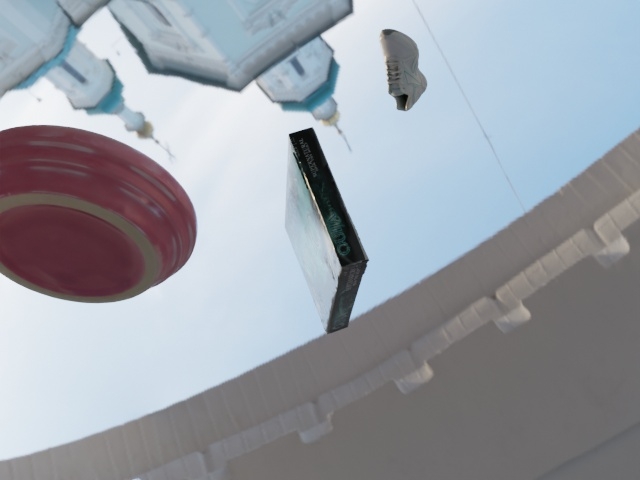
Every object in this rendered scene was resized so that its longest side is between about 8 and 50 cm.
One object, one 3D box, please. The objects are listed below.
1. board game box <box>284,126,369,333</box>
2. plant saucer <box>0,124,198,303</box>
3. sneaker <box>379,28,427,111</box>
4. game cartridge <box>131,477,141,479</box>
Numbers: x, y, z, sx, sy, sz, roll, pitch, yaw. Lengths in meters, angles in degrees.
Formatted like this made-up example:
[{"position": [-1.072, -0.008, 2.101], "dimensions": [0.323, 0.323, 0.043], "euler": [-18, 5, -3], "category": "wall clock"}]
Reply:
[{"position": [0.000, 0.000, 0.660], "dimensions": [0.026, 0.186, 0.126], "euler": [-18, -111, -10], "category": "board game box"}, {"position": [-0.339, -0.013, 1.009], "dimensions": [0.332, 0.332, 0.084], "euler": [-11, -130, 17], "category": "plant saucer"}, {"position": [0.124, -0.259, 1.122], "dimensions": [0.053, 0.152, 0.061], "euler": [13, -115, 33], "category": "sneaker"}, {"position": [-0.213, 0.313, 0.894], "dimensions": [0.056, 0.083, 0.017], "euler": [26, -103, 6], "category": "game cartridge"}]
